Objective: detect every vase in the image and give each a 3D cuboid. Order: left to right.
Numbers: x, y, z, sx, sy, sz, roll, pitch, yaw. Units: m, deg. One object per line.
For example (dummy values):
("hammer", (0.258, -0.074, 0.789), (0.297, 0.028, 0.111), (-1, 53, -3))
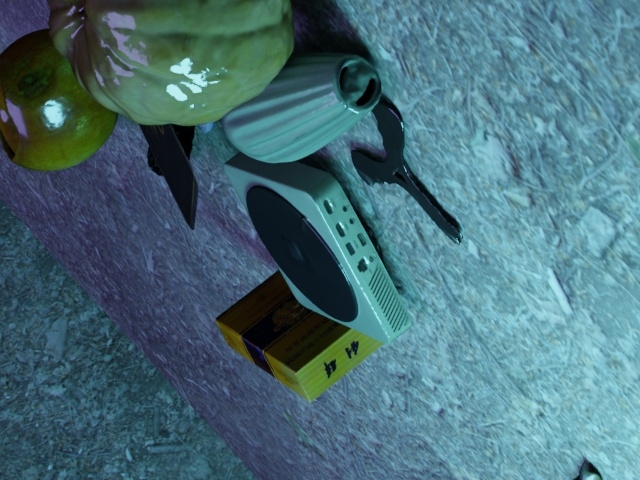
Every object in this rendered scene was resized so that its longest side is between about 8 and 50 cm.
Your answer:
("vase", (-0.019, -0.161, 1.815), (0.128, 0.128, 0.248), (57, 152, -13))

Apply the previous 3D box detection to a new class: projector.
("projector", (0.000, 0.000, 2.136), (0.259, 0.079, 0.257), (23, 146, 58))

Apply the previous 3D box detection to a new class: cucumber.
("cucumber", (-0.224, -0.173, 2.375), (0.072, 0.072, 0.300), (50, 163, 9))

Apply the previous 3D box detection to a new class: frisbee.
("frisbee", (0.105, -0.067, 1.859), (0.187, 0.012, 0.211), (50, 162, 4))

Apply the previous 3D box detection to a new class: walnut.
("walnut", (-0.166, -0.268, 1.717), (0.296, 0.285, 0.285), (62, 164, 13))

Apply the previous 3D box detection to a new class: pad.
("pad", (-0.281, -0.204, 2.270), (0.375, 0.063, 0.315), (62, 165, 15))

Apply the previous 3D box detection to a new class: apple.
("apple", (-0.453, -0.230, 2.615), (0.237, 0.207, 0.237), (44, 158, 23))

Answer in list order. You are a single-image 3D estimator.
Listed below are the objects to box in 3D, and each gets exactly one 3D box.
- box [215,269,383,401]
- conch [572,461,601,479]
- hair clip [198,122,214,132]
("box", (-0.033, 0.134, 2.357), (0.237, 0.152, 0.070), (26, 149, 53))
("conch", (0.340, 0.382, 2.024), (0.086, 0.080, 0.232), (35, 156, 24))
("hair clip", (-0.141, -0.232, 2.030), (0.137, 0.090, 0.278), (39, 159, 16))
